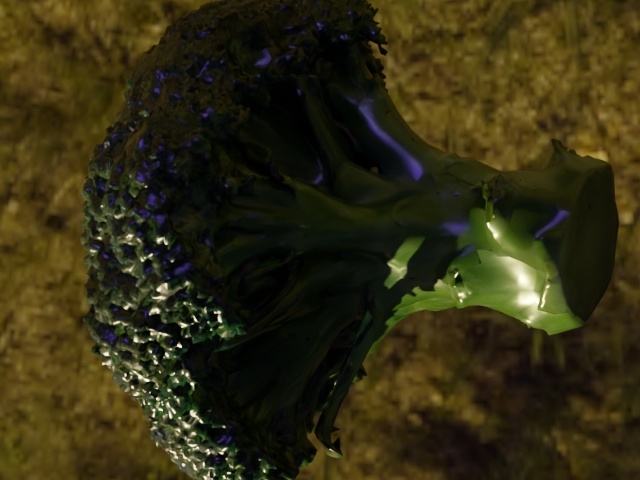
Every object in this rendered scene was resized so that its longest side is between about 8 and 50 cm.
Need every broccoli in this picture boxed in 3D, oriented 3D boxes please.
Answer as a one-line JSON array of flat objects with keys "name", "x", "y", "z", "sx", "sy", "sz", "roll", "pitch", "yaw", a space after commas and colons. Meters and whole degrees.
[{"name": "broccoli", "x": 0.000, "y": 0.000, "z": 0.849, "sx": 0.297, "sy": 0.297, "sz": 0.297, "roll": 5, "pitch": 148, "yaw": 27}]
